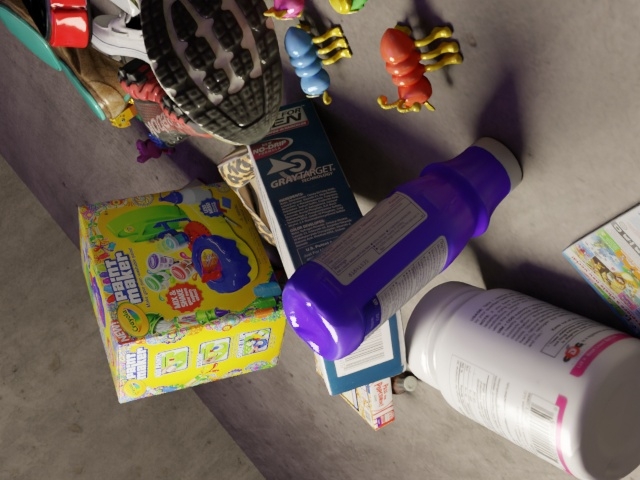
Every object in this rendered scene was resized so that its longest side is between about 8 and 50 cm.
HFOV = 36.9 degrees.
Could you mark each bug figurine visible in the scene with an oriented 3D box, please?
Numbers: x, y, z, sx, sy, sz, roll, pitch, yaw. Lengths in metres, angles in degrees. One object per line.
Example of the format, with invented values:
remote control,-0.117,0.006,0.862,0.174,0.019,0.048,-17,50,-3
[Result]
bug figurine,0.016,-0.232,1.031,0.279,0.072,0.216,18,142,55

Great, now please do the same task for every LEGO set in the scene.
LEGO set,-0.337,-0.222,1.729,0.087,0.093,0.227,23,146,50

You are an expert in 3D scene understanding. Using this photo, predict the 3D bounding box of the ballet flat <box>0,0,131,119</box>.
ballet flat,-0.424,-0.341,1.663,0.342,0.124,0.116,41,163,28

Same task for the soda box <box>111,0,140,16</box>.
soda box,-0.315,-0.414,1.395,0.216,0.074,0.069,39,156,29

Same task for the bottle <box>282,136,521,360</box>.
bottle,0.089,-0.001,0.972,0.092,0.283,0.118,44,159,16

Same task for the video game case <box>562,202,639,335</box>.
video game case,0.317,0.030,0.937,0.119,0.015,0.166,48,159,4

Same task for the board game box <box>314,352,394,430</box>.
board game box,0.051,0.216,1.664,0.193,0.045,0.147,39,145,48

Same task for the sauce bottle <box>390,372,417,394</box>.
sauce bottle,0.126,0.244,1.640,0.042,0.042,0.128,54,161,-8

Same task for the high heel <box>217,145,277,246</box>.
high heel,-0.072,-0.061,1.451,0.186,0.093,0.261,56,173,-3

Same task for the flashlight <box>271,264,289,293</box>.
flashlight,-0.073,0.097,1.716,0.103,0.103,0.304,59,157,-7

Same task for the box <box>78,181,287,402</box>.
box,-0.237,0.080,1.612,0.177,0.279,0.290,103,149,-50

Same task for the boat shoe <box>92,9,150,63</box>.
boat shoe,-0.279,-0.328,1.483,0.226,0.083,0.076,22,135,31

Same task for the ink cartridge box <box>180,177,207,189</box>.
ink cartridge box,-0.209,-0.039,1.828,0.099,0.056,0.135,34,153,37

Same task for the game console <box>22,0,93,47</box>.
game console,-0.362,-0.450,1.221,0.386,0.060,0.342,-132,39,-53

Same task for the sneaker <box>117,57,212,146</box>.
sneaker,-0.215,-0.205,1.507,0.276,0.097,0.135,31,151,46

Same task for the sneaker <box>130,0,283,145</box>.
sneaker,-0.158,-0.287,1.208,0.410,0.158,0.182,61,-178,16

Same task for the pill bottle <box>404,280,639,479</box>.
pill bottle,0.235,0.147,1.094,0.283,0.160,0.160,23,146,51

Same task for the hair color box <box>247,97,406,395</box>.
hair color box,0.000,0.000,1.214,0.174,0.105,0.347,79,171,-51
